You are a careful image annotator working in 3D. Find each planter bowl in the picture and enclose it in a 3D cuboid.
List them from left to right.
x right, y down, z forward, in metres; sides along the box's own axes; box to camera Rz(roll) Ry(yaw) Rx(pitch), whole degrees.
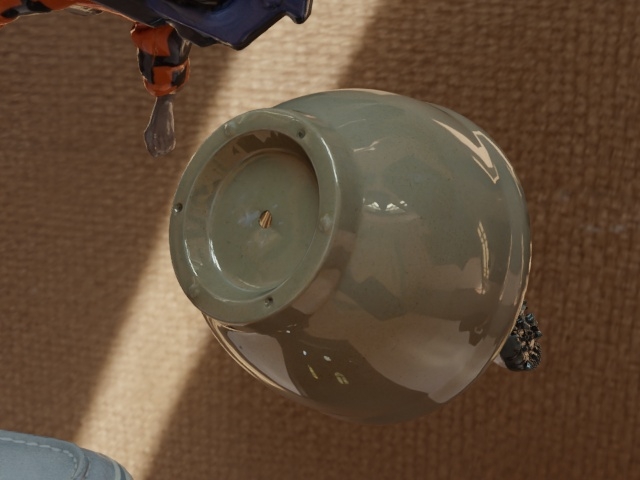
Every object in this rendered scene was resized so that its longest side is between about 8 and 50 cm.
[{"bbox_3d":[0.000,0.000,0.581,0.162,0.109,0.162,-10,73,36],"label":"planter bowl"}]

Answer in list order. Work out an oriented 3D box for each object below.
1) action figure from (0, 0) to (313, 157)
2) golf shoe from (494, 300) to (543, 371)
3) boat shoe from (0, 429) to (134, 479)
[{"bbox_3d":[-0.170,-0.221,0.816,0.341,0.179,0.330,28,138,-11],"label":"action figure"},{"bbox_3d":[0.089,0.035,0.875,0.093,0.198,0.077,-27,123,4],"label":"golf shoe"},{"bbox_3d":[-0.179,0.088,0.442,0.227,0.079,0.081,-6,117,8],"label":"boat shoe"}]
